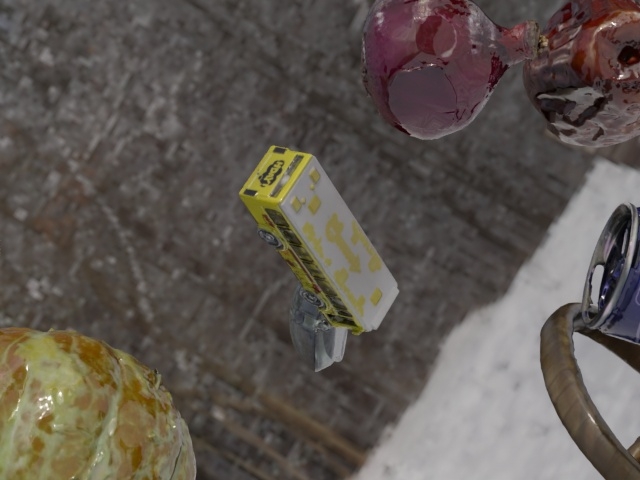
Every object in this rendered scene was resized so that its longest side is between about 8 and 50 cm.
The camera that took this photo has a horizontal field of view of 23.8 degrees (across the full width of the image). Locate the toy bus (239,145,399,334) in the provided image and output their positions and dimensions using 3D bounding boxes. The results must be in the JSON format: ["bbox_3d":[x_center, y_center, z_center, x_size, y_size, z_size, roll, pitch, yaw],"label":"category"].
[{"bbox_3d":[0.000,0.000,1.579,0.081,0.074,0.226,-57,-45,-27],"label":"toy bus"}]

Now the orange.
[{"bbox_3d":[-0.287,0.233,1.517,0.329,0.329,0.249,111,172,-47],"label":"orange"}]

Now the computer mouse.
[{"bbox_3d":[-0.007,0.111,2.324,0.379,0.090,0.167,-8,-77,-86],"label":"computer mouse"}]

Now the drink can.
[{"bbox_3d":[0.309,0.051,1.058,0.097,0.235,0.097,-163,90,-87],"label":"drink can"}]

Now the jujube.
[{"bbox_3d":[0.355,-0.210,1.890,0.197,0.197,0.290,-60,0,-2],"label":"jujube"}]

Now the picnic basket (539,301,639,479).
[{"bbox_3d":[0.304,0.182,1.284,0.293,0.337,0.337,-71,6,-64],"label":"picnic basket"}]

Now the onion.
[{"bbox_3d":[0.155,-0.204,1.751,0.195,0.218,0.140,80,-170,-50],"label":"onion"}]
